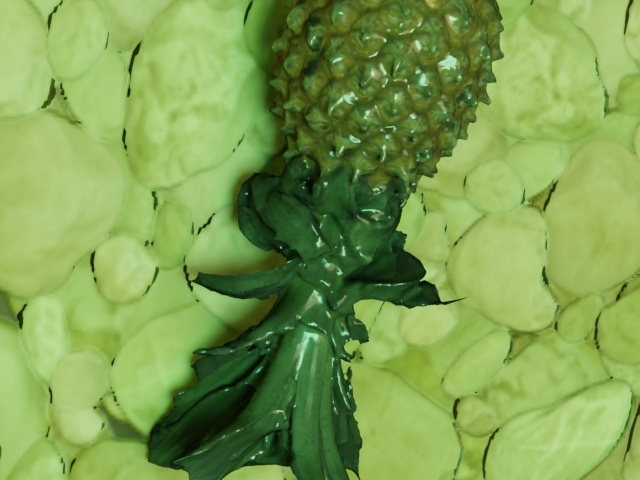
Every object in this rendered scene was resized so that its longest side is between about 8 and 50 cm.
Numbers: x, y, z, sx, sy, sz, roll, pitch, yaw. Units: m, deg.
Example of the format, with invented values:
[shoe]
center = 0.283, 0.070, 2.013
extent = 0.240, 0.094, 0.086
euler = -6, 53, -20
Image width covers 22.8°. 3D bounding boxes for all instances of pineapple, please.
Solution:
[pineapple]
center = 0.000, 0.000, 0.776
extent = 0.130, 0.119, 0.277
euler = 9, 98, -49
